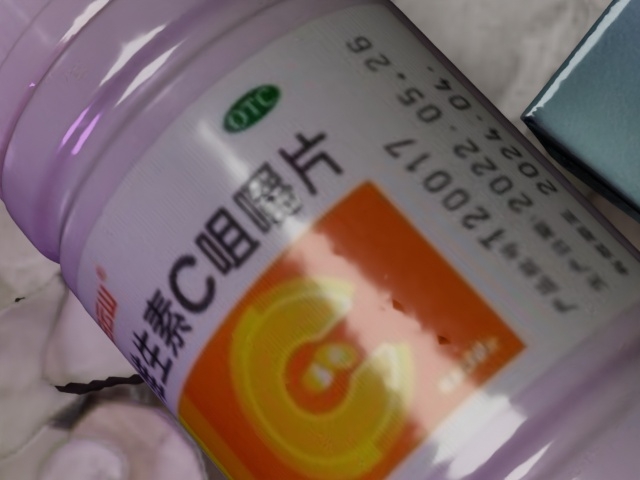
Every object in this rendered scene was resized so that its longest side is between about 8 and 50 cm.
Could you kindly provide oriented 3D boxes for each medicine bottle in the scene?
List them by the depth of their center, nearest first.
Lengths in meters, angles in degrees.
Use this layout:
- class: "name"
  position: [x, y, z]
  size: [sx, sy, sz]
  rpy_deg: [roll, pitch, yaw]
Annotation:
- class: "medicine bottle"
  position: [0.000, 0.000, 0.447]
  size: [0.133, 0.133, 0.250]
  rpy_deg: [-43, 72, 7]

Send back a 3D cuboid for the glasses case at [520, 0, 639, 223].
- class: "glasses case"
  position: [0.179, -0.111, 0.456]
  size: [0.105, 0.056, 0.266]
  rpy_deg: [38, 95, -6]
